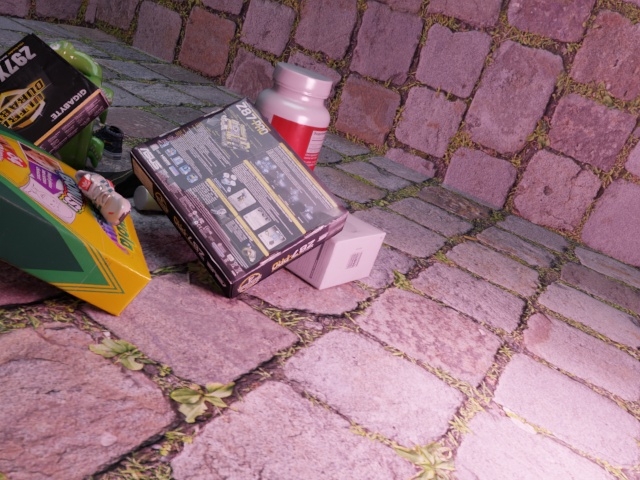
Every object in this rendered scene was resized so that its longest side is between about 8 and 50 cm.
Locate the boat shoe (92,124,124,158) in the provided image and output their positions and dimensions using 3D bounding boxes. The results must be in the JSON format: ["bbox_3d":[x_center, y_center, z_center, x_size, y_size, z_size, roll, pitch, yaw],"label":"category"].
[{"bbox_3d":[-0.650,-0.315,1.964,0.183,0.083,0.065,31,23,29],"label":"boat shoe"}]

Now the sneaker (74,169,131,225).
[{"bbox_3d":[-0.415,-0.084,1.227,0.075,0.057,0.161,34,5,-45],"label":"sneaker"}]

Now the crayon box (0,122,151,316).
[{"bbox_3d":[-0.498,-0.050,1.225,0.313,0.106,0.363,35,9,-35],"label":"crayon box"}]

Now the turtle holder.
[{"bbox_3d":[-0.661,-0.343,1.682,0.228,0.320,0.243,10,15,-21],"label":"turtle holder"}]

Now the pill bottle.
[{"bbox_3d":[-0.108,-0.311,1.975,0.229,0.407,0.229,17,20,-6],"label":"pill bottle"}]

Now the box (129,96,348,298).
[{"bbox_3d":[-0.182,-0.110,1.458,0.318,0.097,0.395,-33,71,-24],"label":"box"}]

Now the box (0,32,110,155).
[{"bbox_3d":[-0.700,-0.300,1.521,0.257,0.322,0.079,39,-16,17],"label":"box"}]

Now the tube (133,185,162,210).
[{"bbox_3d":[-0.371,-0.104,1.714,0.240,0.062,0.070,4,68,-50],"label":"tube"}]

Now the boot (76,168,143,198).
[{"bbox_3d":[-0.545,-0.163,1.690,0.137,0.076,0.198,17,18,10],"label":"boot"}]

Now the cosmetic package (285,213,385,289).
[{"bbox_3d":[0.000,0.000,1.660,0.225,0.138,0.224,33,24,29],"label":"cosmetic package"}]
